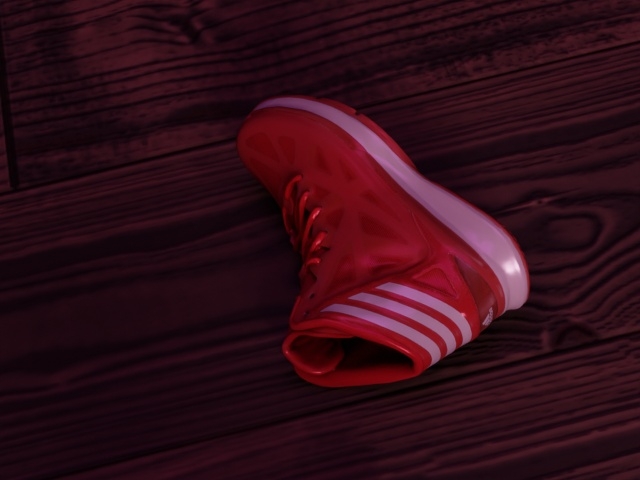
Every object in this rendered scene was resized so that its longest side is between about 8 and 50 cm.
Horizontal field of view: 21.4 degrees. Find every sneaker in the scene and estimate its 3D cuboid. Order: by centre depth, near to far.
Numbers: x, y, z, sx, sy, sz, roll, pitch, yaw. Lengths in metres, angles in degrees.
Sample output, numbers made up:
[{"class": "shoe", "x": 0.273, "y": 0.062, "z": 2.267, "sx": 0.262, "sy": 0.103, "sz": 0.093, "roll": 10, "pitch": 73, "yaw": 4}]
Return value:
[{"class": "sneaker", "x": 0.000, "y": 0.000, "z": 0.970, "sx": 0.128, "sy": 0.087, "sz": 0.221, "roll": -36, "pitch": 48, "yaw": -27}]
